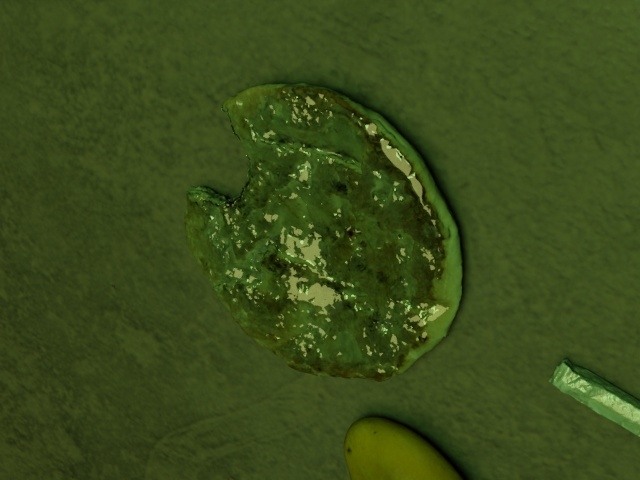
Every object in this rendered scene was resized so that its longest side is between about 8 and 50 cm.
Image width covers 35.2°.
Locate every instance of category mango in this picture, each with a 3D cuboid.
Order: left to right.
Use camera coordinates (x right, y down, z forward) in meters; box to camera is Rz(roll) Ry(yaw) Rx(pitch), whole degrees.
[{"bbox_3d":[0.075,0.215,0.826,0.161,0.076,0.103,56,133,6],"label":"mango"}]

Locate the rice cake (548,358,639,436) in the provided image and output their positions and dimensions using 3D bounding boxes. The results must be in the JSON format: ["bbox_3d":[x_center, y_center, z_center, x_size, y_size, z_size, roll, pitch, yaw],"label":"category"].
[{"bbox_3d":[0.223,0.125,0.729,0.121,0.021,0.022,32,115,14],"label":"rice cake"}]

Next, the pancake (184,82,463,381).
[{"bbox_3d":[0.000,0.000,0.788,0.254,0.037,0.253,13,120,25],"label":"pancake"}]
